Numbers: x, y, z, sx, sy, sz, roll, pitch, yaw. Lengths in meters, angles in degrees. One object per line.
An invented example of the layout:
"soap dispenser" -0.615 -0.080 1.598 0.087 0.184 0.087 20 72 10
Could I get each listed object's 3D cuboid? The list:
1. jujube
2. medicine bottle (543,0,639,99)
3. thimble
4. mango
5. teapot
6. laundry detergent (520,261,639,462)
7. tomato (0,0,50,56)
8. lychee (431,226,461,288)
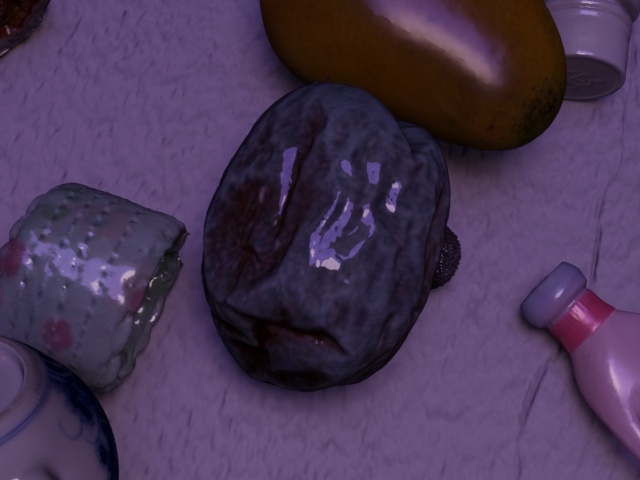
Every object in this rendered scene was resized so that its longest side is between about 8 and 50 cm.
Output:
"jujube" 0.007 0.004 1.005 0.246 0.215 0.308 16 79 40
"medicine bottle" 0.319 -0.300 1.187 0.139 0.139 0.237 9 73 -1
"thimble" -0.234 0.039 1.004 0.149 0.185 0.211 21 35 2
"mango" 0.106 -0.240 1.093 0.378 0.221 0.264 37 52 17
"teapot" -0.301 0.235 0.872 0.424 0.280 0.252 21 38 32
"laundry detergent" 0.356 0.162 1.043 0.335 0.088 0.159 44 54 13
"tomato" -0.434 -0.287 1.108 0.214 0.181 0.155 -34 71 -19
"lychee" 0.121 0.019 1.091 0.067 0.068 0.083 10 41 43
